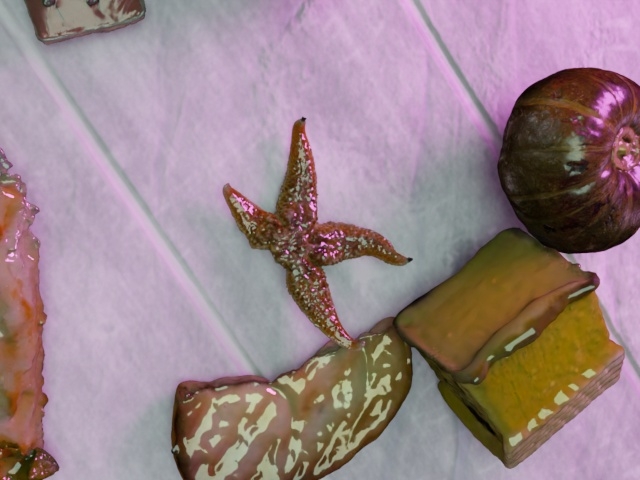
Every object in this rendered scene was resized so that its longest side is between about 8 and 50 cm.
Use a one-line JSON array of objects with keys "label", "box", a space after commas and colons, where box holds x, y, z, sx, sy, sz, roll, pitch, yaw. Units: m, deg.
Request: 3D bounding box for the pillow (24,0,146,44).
[{"label": "pillow", "box": [-0.274, -0.329, 0.956, 0.126, 0.043, 0.233, -17, 94, -15]}]

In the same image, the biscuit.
[{"label": "biscuit", "box": [-0.024, 0.200, 1.037, 0.299, 0.045, 0.154, -16, 95, -13]}]

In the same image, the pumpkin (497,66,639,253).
[{"label": "pumpkin", "box": [0.292, -0.093, 1.044, 0.219, 0.162, 0.219, -5, 99, -36]}]

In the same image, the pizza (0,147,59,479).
[{"label": "pizza", "box": [-0.432, 0.163, 0.914, 0.434, 0.080, 0.392, -26, 104, -3]}]

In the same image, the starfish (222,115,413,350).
[{"label": "starfish", "box": [0.001, -0.001, 1.028, 0.138, 0.050, 0.247, -38, 95, -6]}]

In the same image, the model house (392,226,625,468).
[{"label": "model house", "box": [0.235, 0.141, 1.027, 0.193, 0.175, 0.234, -39, 118, -10]}]
